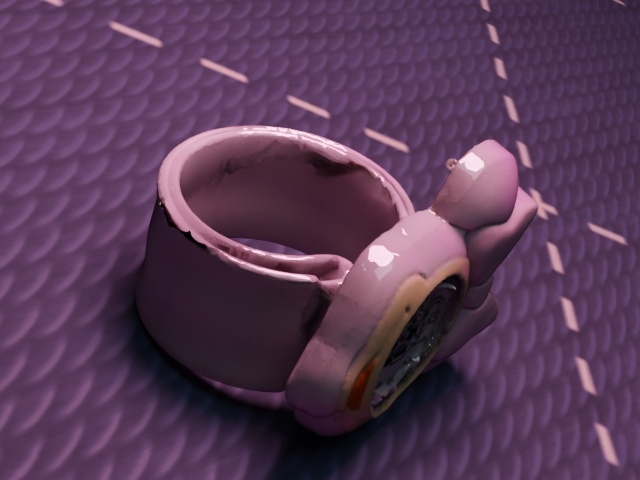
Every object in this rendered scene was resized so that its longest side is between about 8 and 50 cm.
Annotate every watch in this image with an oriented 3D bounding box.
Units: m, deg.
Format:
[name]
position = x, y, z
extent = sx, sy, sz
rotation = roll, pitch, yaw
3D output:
[watch]
position = 0.000, 0.000, 0.890
extent = 0.217, 0.211, 0.248
rotation = 34, 40, 21
